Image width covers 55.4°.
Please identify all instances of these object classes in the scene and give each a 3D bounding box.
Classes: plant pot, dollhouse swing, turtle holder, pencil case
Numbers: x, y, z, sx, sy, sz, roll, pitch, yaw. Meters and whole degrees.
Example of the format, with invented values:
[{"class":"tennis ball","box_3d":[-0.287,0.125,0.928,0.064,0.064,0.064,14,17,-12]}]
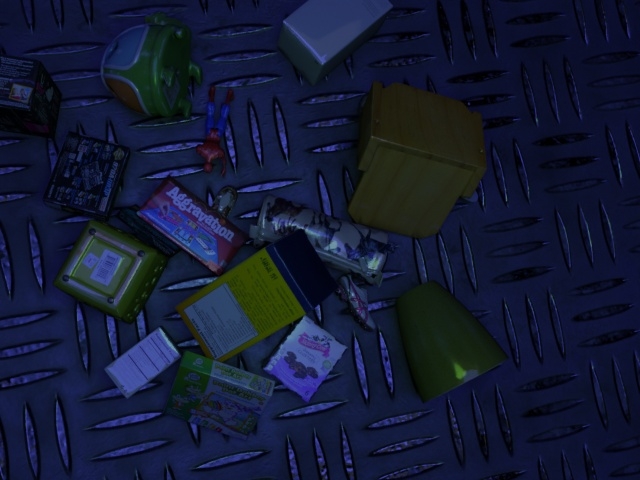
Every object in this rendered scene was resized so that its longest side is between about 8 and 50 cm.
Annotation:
[{"class":"plant pot","box_3d":[-0.560,0.080,1.629,0.227,0.207,0.228,28,79,-5]},{"class":"dollhouse swing","box_3d":[0.263,-0.232,1.826,0.347,0.305,0.315,13,56,-11]},{"class":"turtle holder","box_3d":[-0.472,-0.505,1.697,0.228,0.243,0.320,6,92,8]},{"class":"plant pot","box_3d":[0.345,0.272,1.756,0.275,0.274,0.293,-24,74,-12]},{"class":"pencil case","box_3d":[0.000,0.000,1.747,0.411,0.183,0.159,18,111,-8]}]

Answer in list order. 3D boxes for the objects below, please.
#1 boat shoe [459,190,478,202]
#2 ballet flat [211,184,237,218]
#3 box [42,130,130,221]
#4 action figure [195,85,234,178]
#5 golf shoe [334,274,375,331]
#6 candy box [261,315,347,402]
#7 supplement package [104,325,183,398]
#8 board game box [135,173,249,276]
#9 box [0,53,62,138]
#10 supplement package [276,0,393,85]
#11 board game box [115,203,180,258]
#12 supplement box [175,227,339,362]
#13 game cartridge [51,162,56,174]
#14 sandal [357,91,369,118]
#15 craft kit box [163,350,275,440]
[{"class":"boat shoe","box_3d":[0.429,-0.164,1.915,0.142,0.040,0.049,33,70,-5]},{"class":"ballet flat","box_3d":[-0.301,-0.071,1.761,0.073,0.067,0.206,23,81,-8]},{"class":"box","box_3d":[-0.647,-0.180,1.699,0.175,0.051,0.220,14,70,-10]},{"class":"action figure","box_3d":[-0.309,-0.298,1.784,0.092,0.139,0.280,8,60,-6]},{"class":"golf shoe","box_3d":[0.115,0.183,1.806,0.086,0.067,0.186,-34,90,-13]},{"class":"candy box","box_3d":[-0.046,0.336,1.759,0.165,0.070,0.196,38,79,-4]},{"class":"supplement package","box_3d":[-0.478,0.328,1.666,0.179,0.105,0.105,-38,91,-12]},{"class":"board game box","box_3d":[-0.352,-0.041,1.693,0.281,0.027,0.145,38,73,-9]},{"class":"box","box_3d":[-0.805,-0.383,1.616,0.164,0.247,0.142,8,81,-9]},{"class":"supplement package","box_3d":[0.038,-0.642,1.829,0.293,0.177,0.175,-43,93,-12]},{"class":"board game box","box_3d":[-0.468,-0.028,1.699,0.186,0.126,0.026,39,101,-4]},{"class":"supplement box","box_3d":[-0.167,0.149,1.612,0.357,0.195,0.194,-32,90,24]},{"class":"game cartridge","box_3d":[-0.718,-0.197,1.729,0.083,0.017,0.055,-3,88,-11]},{"class":"sandal","box_3d":[0.231,-0.337,1.881,0.303,0.086,0.120,35,92,-20]},{"class":"craft kit box","box_3d":[-0.276,0.421,1.635,0.250,0.246,0.061,20,38,-7]}]
